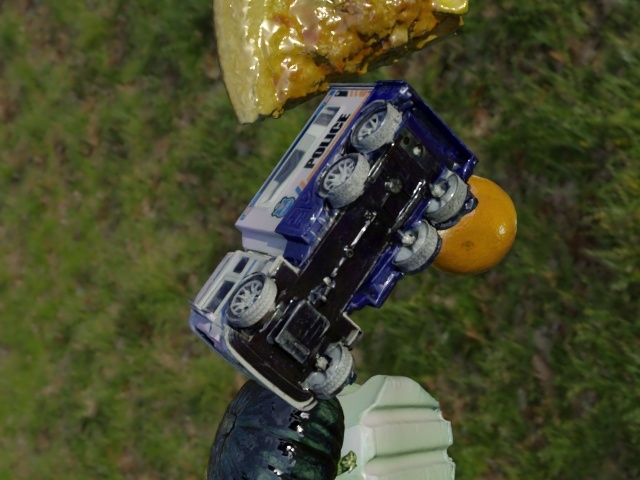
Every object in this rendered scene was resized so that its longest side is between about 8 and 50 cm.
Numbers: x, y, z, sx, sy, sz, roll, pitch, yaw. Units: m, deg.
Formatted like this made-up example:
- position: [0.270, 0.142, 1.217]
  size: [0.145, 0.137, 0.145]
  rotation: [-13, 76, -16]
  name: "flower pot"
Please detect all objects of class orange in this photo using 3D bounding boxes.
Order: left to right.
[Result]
- position: [0.208, -0.025, 1.924]
  size: [0.156, 0.156, 0.124]
  rotation: [-50, 22, 22]
  name: "orange"

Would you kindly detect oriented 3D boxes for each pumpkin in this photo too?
- position: [-0.051, 0.234, 1.458]
  size: [0.194, 0.150, 0.194]
  rotation: [-33, 17, 11]
  name: "pumpkin"

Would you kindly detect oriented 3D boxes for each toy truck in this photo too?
- position: [0.000, 0.000, 1.111]
  size: [0.268, 0.124, 0.155]
  rotation: [-55, 30, -15]
  name: "toy truck"

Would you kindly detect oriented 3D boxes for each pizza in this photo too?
- position: [-0.017, -0.269, 1.237]
  size: [0.268, 0.258, 0.087]
  rotation: [-28, -2, -19]
  name: "pizza"

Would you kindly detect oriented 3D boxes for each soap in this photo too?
- position: [0.081, 0.345, 2.046]
  size: [0.156, 0.446, 0.261]
  rotation: [-10, 81, 20]
  name: "soap"

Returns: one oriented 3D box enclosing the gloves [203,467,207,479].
- position: [-0.073, 0.384, 1.663]
  size: [0.294, 0.116, 0.133]
  rotation: [17, 105, 48]
  name: "gloves"
